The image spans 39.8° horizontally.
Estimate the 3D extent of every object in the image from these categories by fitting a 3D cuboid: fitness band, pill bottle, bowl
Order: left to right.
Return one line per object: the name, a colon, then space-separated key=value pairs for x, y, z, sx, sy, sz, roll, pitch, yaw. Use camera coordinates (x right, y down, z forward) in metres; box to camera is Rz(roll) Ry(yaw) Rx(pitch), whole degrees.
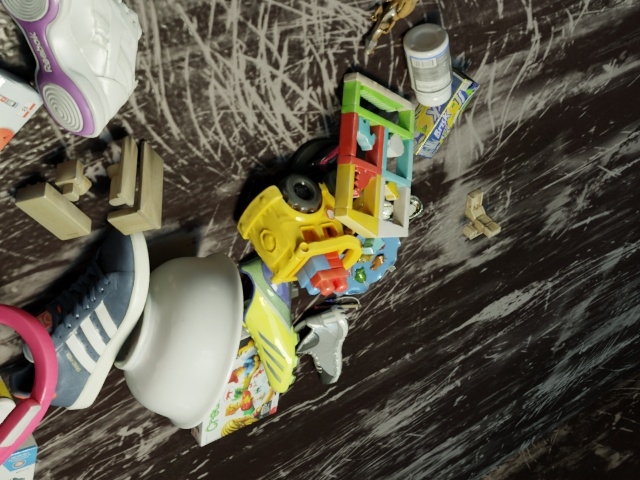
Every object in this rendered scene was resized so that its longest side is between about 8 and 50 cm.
fitness band: x=-0.510 y=0.225 z=1.290 sx=0.291 sy=0.209 sz=0.054 roll=-47 pitch=160 yaw=4
pill bottle: x=-0.521 y=0.233 z=1.366 sx=0.065 sy=0.116 sz=0.065 roll=-27 pitch=142 yaw=-23
bowl: x=-0.252 y=0.149 z=1.442 sx=0.134 sy=0.298 sz=0.297 roll=16 pitch=116 yaw=-29
pill bottle: x=0.191 y=-0.304 z=1.546 sx=0.078 sy=0.078 sz=0.137 roll=-36 pitch=145 yaw=-11

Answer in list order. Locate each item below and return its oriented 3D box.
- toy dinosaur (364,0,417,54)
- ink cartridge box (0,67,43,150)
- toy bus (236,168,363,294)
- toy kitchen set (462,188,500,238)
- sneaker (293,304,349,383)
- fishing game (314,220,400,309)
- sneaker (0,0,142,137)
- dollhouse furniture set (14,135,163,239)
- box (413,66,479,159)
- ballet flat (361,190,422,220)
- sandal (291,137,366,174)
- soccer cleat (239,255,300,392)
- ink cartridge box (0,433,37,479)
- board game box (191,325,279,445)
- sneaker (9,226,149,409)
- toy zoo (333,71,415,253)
toy dinosaur: x=0.140 y=-0.392 z=1.434 sx=0.211 sy=0.064 sz=0.112 roll=-37 pitch=164 yaw=6
ink cartridge box: x=-0.426 y=-0.147 z=1.062 sx=0.145 sy=0.045 sz=0.179 roll=-47 pitch=175 yaw=5
toy bus: x=0.000 y=0.000 z=1.534 sx=0.220 sy=0.211 sz=0.149 roll=-12 pitch=153 yaw=-40
toy kitchen set: x=0.350 y=-0.052 z=1.967 sx=0.068 sy=0.083 sz=0.075 roll=-29 pitch=143 yaw=-22
sneaker: x=-0.021 y=0.236 z=1.919 sx=0.132 sy=0.086 sz=0.228 roll=-12 pitch=133 yaw=-22
fishing game: x=0.097 y=0.051 z=1.864 sx=0.189 sy=0.041 sz=0.264 roll=1 pitch=126 yaw=-43
sneaker: x=-0.300 y=-0.283 z=1.080 sx=0.152 sy=0.114 sz=0.305 roll=-52 pitch=151 yaw=-39
dollhouse furniture set: x=-0.333 y=-0.087 z=1.295 sx=0.151 sy=0.123 sz=0.144 roll=-12 pitch=149 yaw=17
box: x=0.221 y=-0.241 z=1.660 sx=0.054 sy=0.059 sz=0.169 roll=9 pitch=121 yaw=-50
ballet flat: x=0.131 y=-0.067 z=1.746 sx=0.188 sy=0.070 sz=0.070 roll=-10 pitch=133 yaw=-42
sandal: x=0.027 y=-0.149 z=1.578 sx=0.179 sy=0.040 sz=0.067 roll=-15 pitch=138 yaw=-35
soccer cleat: x=-0.104 y=0.160 z=1.688 sx=0.121 sy=0.093 sz=0.289 roll=-6 pitch=112 yaw=-11
ink cartridge box: x=-0.578 y=0.412 z=1.532 sx=0.140 sy=0.082 sz=0.190 roll=-12 pitch=133 yaw=-37
board game box: x=-0.168 y=0.281 z=1.827 sx=0.193 sy=0.053 sz=0.305 roll=-20 pitch=139 yaw=-30
sneaker: x=-0.386 y=0.121 z=1.382 sx=0.148 sy=0.131 sz=0.350 roll=11 pitch=114 yaw=-37
toy zoo: x=0.096 y=-0.121 z=1.530 sx=0.192 sy=0.030 sz=0.293 roll=17 pitch=74 yaw=-51
